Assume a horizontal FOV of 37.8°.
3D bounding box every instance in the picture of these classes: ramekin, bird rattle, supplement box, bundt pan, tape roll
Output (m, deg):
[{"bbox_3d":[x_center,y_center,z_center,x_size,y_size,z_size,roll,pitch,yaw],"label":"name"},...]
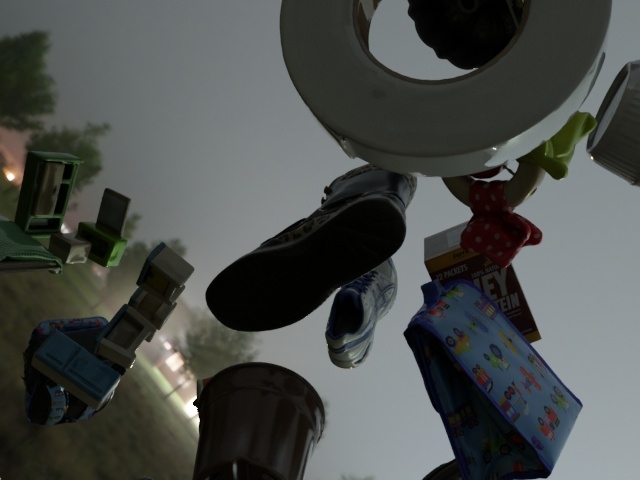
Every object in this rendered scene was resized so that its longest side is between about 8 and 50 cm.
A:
[{"bbox_3d":[0.523,-0.199,1.540,0.109,0.207,0.207,24,-14,3],"label":"ramekin"},{"bbox_3d":[0.243,-0.100,1.256,0.207,0.143,0.253,47,-43,23],"label":"bird rattle"},{"bbox_3d":[0.268,0.077,1.576,0.194,0.129,0.191,-59,126,-77],"label":"supplement box"},{"bbox_3d":[0.364,-0.561,2.127,0.331,0.124,0.331,24,-47,29],"label":"bundt pan"},{"bbox_3d":[0.144,-0.263,1.109,0.392,0.392,0.072,47,-1,22],"label":"tape roll"}]

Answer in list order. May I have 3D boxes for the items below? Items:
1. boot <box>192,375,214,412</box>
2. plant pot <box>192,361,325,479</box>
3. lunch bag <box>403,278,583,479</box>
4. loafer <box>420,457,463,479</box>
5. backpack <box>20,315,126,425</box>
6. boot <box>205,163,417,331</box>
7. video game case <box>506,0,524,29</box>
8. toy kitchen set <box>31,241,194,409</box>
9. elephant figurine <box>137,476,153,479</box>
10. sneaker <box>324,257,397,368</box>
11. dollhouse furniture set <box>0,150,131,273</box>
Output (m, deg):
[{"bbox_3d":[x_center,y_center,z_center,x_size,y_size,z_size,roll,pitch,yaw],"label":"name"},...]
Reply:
[{"bbox_3d":[-0.200,0.318,1.752,0.059,0.085,0.158,-127,-144,-59],"label":"boot"},{"bbox_3d":[-0.083,0.262,1.138,0.167,0.167,0.165,56,19,-20],"label":"plant pot"},{"bbox_3d":[0.234,0.186,1.362,0.293,0.138,0.221,60,30,0],"label":"lunch bag"},{"bbox_3d":[0.252,0.450,1.692,0.084,0.267,0.096,32,-21,56],"label":"loafer"},{"bbox_3d":[-0.411,0.222,1.529,0.117,0.158,0.173,59,-42,33],"label":"backpack"},{"bbox_3d":[0.000,0.000,1.595,0.138,0.377,0.284,53,25,-9],"label":"boot"},{"bbox_3d":[0.433,-0.563,1.758,0.300,0.036,0.329,-43,-120,58],"label":"video game case"},{"bbox_3d":[-0.304,0.110,1.376,0.122,0.207,0.166,34,-38,-1],"label":"toy kitchen set"},{"bbox_3d":[-0.302,0.555,1.553,0.239,0.186,0.169,44,-24,47],"label":"elephant figurine"},{"bbox_3d":[0.090,0.124,2.002,0.112,0.296,0.131,7,-32,19],"label":"sneaker"},{"bbox_3d":[-0.480,-0.050,1.549,0.197,0.151,0.301,25,14,28],"label":"dollhouse furniture set"}]
